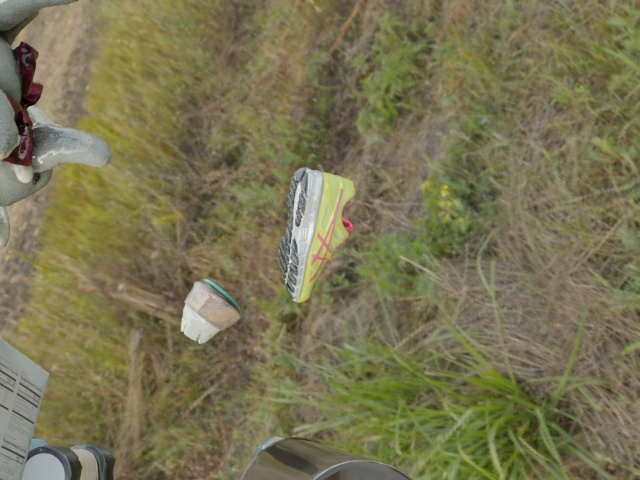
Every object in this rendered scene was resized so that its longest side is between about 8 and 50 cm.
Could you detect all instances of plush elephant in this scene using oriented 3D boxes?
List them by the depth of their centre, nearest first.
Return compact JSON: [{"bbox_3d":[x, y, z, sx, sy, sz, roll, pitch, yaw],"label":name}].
[{"bbox_3d":[-0.371,-0.134,0.899,0.330,0.255,0.272,-7,57,22],"label":"plush elephant"}]

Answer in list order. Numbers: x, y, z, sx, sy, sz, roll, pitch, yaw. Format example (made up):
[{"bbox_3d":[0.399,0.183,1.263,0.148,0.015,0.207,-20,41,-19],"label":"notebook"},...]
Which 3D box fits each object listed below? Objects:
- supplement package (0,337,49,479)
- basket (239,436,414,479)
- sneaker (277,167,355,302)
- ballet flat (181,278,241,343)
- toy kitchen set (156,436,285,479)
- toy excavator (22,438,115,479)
[{"bbox_3d":[-0.590,0.299,1.226,0.199,0.198,0.262,1,62,9],"label":"supplement package"},{"bbox_3d":[0.009,0.267,0.696,0.227,0.154,0.204,123,137,-66],"label":"basket"},{"bbox_3d":[0.000,0.000,1.074,0.081,0.094,0.208,-120,36,-49],"label":"sneaker"},{"bbox_3d":[-0.214,0.145,1.487,0.106,0.107,0.316,-53,-2,-10],"label":"ballet flat"},{"bbox_3d":[-0.168,0.404,1.307,0.166,0.207,0.122,10,99,24],"label":"toy kitchen set"},{"bbox_3d":[-0.606,0.589,1.399,0.445,0.222,0.433,-8,77,5],"label":"toy excavator"}]
